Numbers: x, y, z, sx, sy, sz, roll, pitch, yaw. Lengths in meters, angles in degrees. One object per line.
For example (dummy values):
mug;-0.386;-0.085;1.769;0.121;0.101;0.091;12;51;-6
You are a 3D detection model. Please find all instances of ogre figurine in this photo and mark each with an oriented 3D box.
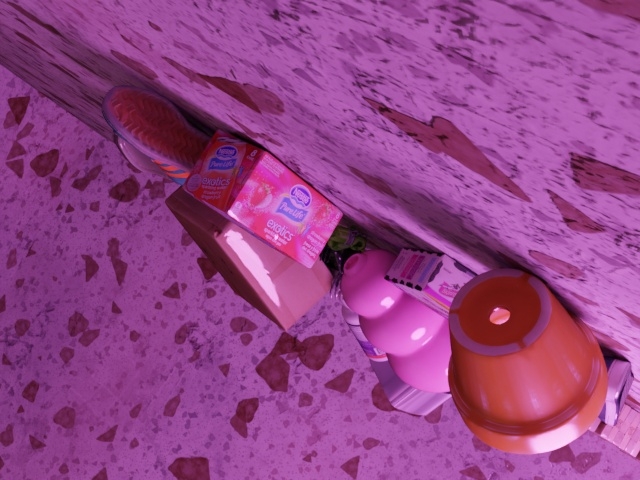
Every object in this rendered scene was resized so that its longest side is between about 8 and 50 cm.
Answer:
ogre figurine;-0.013;-0.023;1.724;0.118;0.097;0.197;19;-162;-46

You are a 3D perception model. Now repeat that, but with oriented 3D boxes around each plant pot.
plant pot;0.249;0.139;1.159;0.205;0.205;0.188;28;159;41

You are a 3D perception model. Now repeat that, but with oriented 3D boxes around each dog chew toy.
dog chew toy;0.168;0.139;1.702;0.332;0.206;0.206;43;172;-25

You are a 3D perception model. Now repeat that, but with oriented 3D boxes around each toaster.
toaster;0.226;0.320;2.153;0.168;0.110;0.185;22;-149;-47

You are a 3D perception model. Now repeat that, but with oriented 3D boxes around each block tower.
block tower;0.689;0.428;1.992;0.335;0.091;0.097;32;177;-15

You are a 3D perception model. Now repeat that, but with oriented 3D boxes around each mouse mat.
mouse mat;0.000;0.000;2.017;0.152;0.007;0.190;63;165;-16

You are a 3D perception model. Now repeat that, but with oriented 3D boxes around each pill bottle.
pill bottle;0.112;0.171;2.036;0.108;0.108;0.193;26;152;52

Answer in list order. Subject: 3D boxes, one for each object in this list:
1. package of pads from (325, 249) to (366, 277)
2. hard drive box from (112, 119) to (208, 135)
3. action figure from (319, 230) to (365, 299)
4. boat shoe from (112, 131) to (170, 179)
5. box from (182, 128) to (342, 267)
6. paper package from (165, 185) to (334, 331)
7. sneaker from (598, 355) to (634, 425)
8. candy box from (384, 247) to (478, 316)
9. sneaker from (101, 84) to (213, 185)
package of pads;0.090;0.085;2.208;0.229;0.101;0.296;33;176;-21
hard drive box;-0.270;-0.179;1.774;0.232;0.089;0.181;33;176;-26
action figure;0.094;0.080;1.865;0.164;0.141;0.276;16;165;40
boat shoe;-0.446;-0.230;2.338;0.091;0.109;0.305;24;177;28
box;-0.093;-0.068;1.549;0.128;0.122;0.257;29;175;40
paper package;-0.160;0.002;2.042;0.309;0.168;0.325;30;159;54
sneaker;0.404;0.215;1.434;0.163;0.086;0.226;18;160;26
candy box;0.213;0.085;1.499;0.159;0.071;0.233;33;175;-10
sneaker;-0.265;-0.162;1.607;0.302;0.108;0.121;32;154;-25
